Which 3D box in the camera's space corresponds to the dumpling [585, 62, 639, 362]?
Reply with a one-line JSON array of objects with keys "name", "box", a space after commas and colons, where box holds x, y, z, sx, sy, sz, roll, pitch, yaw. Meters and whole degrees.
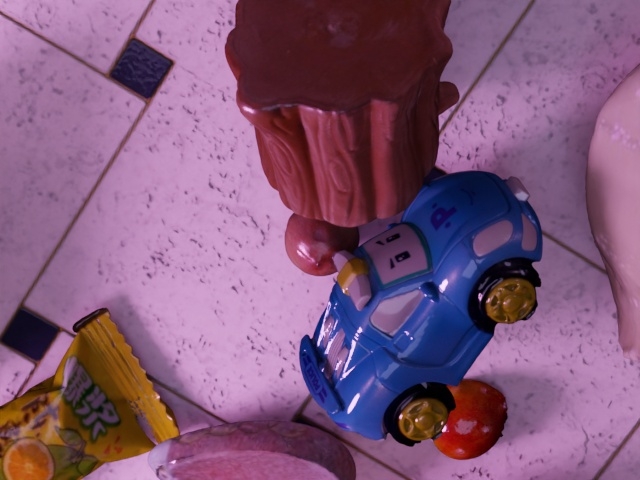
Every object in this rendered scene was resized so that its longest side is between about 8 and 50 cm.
[{"name": "dumpling", "box": [0.381, -0.034, 1.834, 0.233, 0.315, 0.395, 20, 119, -13]}]

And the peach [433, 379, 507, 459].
[{"name": "peach", "box": [0.164, 0.205, 2.063, 0.098, 0.061, 0.098, 2, 107, 6]}]

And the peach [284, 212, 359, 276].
[{"name": "peach", "box": [0.001, -0.002, 1.976, 0.083, 0.083, 0.083, 0, 111, 0]}]

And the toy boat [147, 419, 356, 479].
[{"name": "toy boat", "box": [-0.073, 0.256, 2.080, 0.227, 0.085, 0.155, -5, 128, 9]}]

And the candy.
[{"name": "candy", "box": [-0.315, 0.223, 2.057, 0.297, 0.081, 0.187, -32, 113, 0]}]

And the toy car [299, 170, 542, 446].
[{"name": "toy car", "box": [0.096, 0.055, 1.919, 0.166, 0.198, 0.314, 24, 112, -28]}]

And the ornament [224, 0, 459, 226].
[{"name": "ornament", "box": [0.015, -0.143, 1.828, 0.235, 0.221, 0.218, -35, 150, -17]}]
